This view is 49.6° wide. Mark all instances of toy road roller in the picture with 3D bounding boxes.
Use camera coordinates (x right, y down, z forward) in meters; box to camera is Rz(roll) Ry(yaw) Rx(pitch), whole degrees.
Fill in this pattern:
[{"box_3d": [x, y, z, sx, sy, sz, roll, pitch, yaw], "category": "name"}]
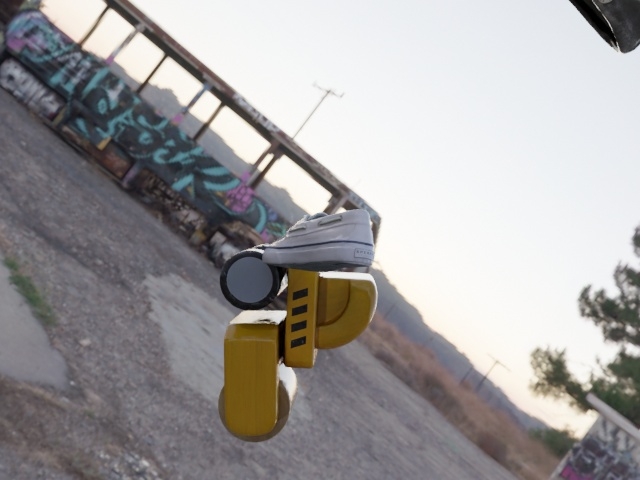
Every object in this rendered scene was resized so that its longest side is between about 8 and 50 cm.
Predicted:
[{"box_3d": [-0.032, 0.151, 1.128, 0.240, 0.330, 0.202, 3, 2, 4], "category": "toy road roller"}]

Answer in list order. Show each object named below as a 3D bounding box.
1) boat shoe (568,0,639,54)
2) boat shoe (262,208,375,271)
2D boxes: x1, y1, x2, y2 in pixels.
[{"box_3d": [0.113, -0.187, 0.371, 0.077, 0.070, 0.219, 26, 28, -55], "category": "boat shoe"}, {"box_3d": [0.000, 0.000, 0.942, 0.083, 0.076, 0.226, 13, -10, -37], "category": "boat shoe"}]
